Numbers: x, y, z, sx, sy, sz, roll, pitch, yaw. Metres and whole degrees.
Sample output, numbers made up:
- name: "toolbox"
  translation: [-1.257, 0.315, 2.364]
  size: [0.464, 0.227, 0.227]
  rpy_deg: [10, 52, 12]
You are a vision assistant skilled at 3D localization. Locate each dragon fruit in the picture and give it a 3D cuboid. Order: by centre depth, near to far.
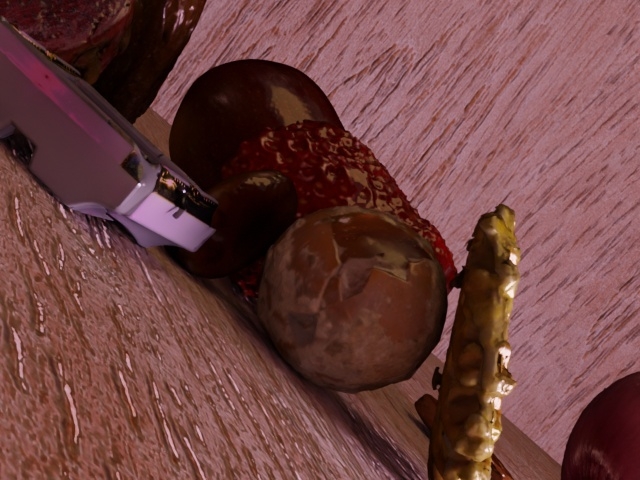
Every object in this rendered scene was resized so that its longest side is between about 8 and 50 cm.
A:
- name: "dragon fruit"
  translation: [-0.304, -0.258, 1.538]
  size: [0.211, 0.282, 0.147]
  rpy_deg: [53, -33, 12]

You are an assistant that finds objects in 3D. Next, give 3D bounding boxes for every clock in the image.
- name: "clock"
  translation: [-0.216, -0.087, 1.244]
  size: [0.253, 0.083, 0.186]
  rpy_deg: [42, 2, 21]

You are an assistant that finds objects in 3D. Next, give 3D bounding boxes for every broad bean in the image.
- name: "broad bean"
  translation: [-0.090, -0.021, 1.427]
  size: [0.084, 0.165, 0.114]
  rpy_deg: [47, -32, 20]

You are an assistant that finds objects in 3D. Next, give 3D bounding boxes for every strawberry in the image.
- name: "strawberry"
  translation: [0.003, -0.003, 1.601]
  size: [0.261, 0.261, 0.257]
  rpy_deg: [39, 19, -57]

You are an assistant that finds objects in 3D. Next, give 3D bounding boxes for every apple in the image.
- name: "apple"
  translation: [-0.095, -0.144, 2.182]
  size: [0.317, 0.288, 0.288]
  rpy_deg: [54, 7, 28]

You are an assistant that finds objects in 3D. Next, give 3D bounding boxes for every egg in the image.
- name: "egg"
  translation: [0.029, 0.057, 1.392]
  size: [0.195, 0.195, 0.233]
  rpy_deg: [41, 5, -29]

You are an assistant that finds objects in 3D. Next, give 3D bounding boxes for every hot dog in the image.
- name: "hot dog"
  translation: [-0.295, -0.294, 1.769]
  size: [0.267, 0.174, 0.387]
  rpy_deg: [48, -38, 2]

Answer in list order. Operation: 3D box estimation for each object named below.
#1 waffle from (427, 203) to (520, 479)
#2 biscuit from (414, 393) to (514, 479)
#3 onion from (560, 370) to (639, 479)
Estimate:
- name: "waffle"
  translation: [0.153, 0.122, 1.356]
  size: [0.068, 0.325, 0.302]
  rpy_deg: [11, -17, 4]
- name: "biscuit"
  translation: [0.209, 0.296, 1.876]
  size: [0.192, 0.036, 0.186]
  rpy_deg: [40, 5, -44]
- name: "onion"
  translation: [0.399, 0.332, 1.542]
  size: [0.358, 0.345, 0.358]
  rpy_deg: [57, 7, -11]
